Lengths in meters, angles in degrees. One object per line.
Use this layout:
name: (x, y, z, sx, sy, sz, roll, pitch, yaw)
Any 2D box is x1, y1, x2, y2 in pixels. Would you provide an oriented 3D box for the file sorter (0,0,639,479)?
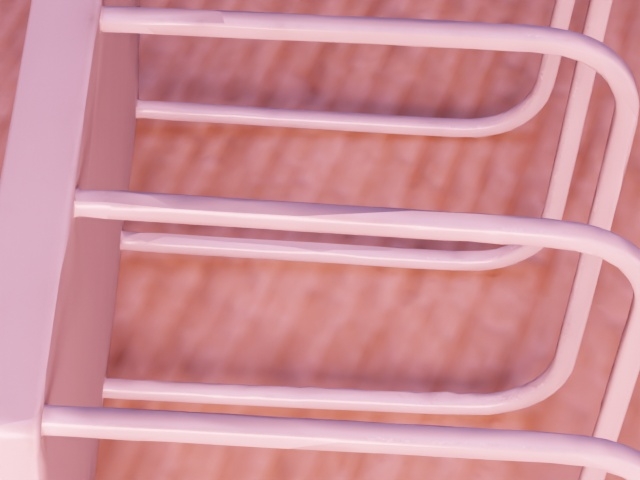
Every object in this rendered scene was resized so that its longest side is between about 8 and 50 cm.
file sorter: (0.000, 0.000, 0.579, 0.173, 0.193, 0.277, 4, 51, -2)
